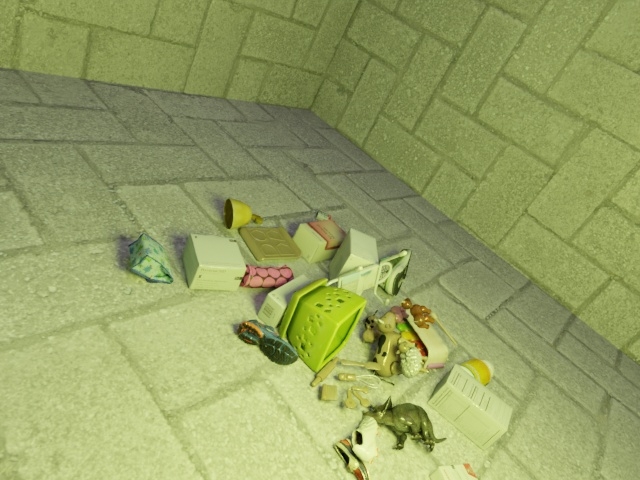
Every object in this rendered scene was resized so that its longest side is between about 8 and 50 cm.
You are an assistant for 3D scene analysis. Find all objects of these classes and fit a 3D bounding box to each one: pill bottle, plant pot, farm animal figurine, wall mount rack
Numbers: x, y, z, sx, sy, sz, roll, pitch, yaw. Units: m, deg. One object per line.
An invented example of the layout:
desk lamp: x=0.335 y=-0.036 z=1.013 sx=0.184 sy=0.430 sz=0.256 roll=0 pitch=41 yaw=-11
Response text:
pill bottle: x=0.608 y=0.538 z=1.758 sx=0.208 sy=0.118 sz=0.118 roll=-2 pitch=41 yaw=-44
plant pot: x=-0.002 y=0.275 z=1.538 sx=0.207 sy=0.228 sz=0.227 roll=33 pitch=29 yaw=20
farm animal figurine: x=0.252 y=0.360 z=1.634 sx=0.172 sy=0.330 sz=0.327 roll=22 pitch=58 yaw=-18
wall mount rack: x=0.179 y=0.152 z=1.680 sx=0.349 sy=0.304 sz=0.130 roll=-17 pitch=43 yaw=-28
plant pot: x=-0.356 y=-0.117 z=1.916 sx=0.095 sy=0.134 sz=0.134 roll=-3 pitch=41 yaw=-30

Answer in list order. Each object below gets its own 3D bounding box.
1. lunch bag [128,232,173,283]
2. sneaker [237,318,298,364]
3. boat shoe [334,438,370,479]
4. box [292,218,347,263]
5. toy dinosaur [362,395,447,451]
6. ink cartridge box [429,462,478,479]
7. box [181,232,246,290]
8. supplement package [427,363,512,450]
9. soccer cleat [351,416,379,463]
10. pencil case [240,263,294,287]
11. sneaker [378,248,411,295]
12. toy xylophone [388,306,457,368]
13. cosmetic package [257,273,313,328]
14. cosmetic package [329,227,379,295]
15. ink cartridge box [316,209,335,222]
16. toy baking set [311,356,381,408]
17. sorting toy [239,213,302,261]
lunch bag: x=-0.567 y=0.071 z=1.493 sx=0.151 sy=0.096 sz=0.129 roll=42 pitch=13 yaw=-46
sneaker: x=-0.164 y=0.327 z=1.457 sx=0.221 sy=0.083 sz=0.087 roll=35 pitch=21 yaw=4
boat shoe: x=0.089 y=0.624 z=1.235 sx=0.043 sy=0.049 sz=0.137 roll=-1 pitch=38 yaw=-37
box: x=0.000 y=0.000 z=2.068 sx=0.148 sy=0.127 sz=0.232 roll=44 pitch=32 yaw=25
toy dinosaur: x=0.297 y=0.582 z=1.414 sx=0.313 sy=0.121 sz=0.160 roll=13 pitch=39 yaw=-21
ink cartridge box: x=0.413 y=0.738 z=1.328 sx=0.135 sy=0.056 sz=0.099 roll=12 pitch=33 yaw=-29
box: x=-0.391 y=0.080 z=1.604 sx=0.180 sy=0.119 sz=0.182 roll=7 pitch=35 yaw=-33
supplement package: x=0.537 y=0.594 z=1.583 sx=0.244 sy=0.139 sz=0.133 roll=39 pitch=32 yaw=16
soccer cleat: x=0.129 y=0.569 z=1.293 sx=0.076 sy=0.068 sz=0.196 roll=36 pitch=10 yaw=-2
pencil case: x=-0.211 y=0.136 z=1.705 sx=0.209 sy=0.095 sz=0.098 roll=6 pitch=71 yaw=-38
sneaker: x=0.338 y=0.123 z=2.177 sx=0.181 sy=0.158 sz=0.410 roll=17 pitch=21 yaw=15
toy xylophone: x=0.440 y=0.398 z=1.869 sx=0.236 sy=0.081 sz=0.323 roll=12 pitch=33 yaw=-28
cosmetic package: x=-0.119 y=0.222 z=1.624 sx=0.085 sy=0.117 sz=0.231 roll=40 pitch=32 yaw=18
cosmetic package: x=0.141 y=0.108 z=1.918 sx=0.138 sy=0.224 sz=0.225 roll=22 pitch=30 yaw=-11
ink cartridge box: x=0.033 y=-0.120 z=2.389 sx=0.115 sy=0.029 sz=0.063 roll=23 pitch=29 yaw=-10
toy baking set: x=0.093 y=0.466 z=1.461 sx=0.196 sy=0.030 sz=0.256 roll=24 pitch=31 yaw=18
sorting toy: x=-0.246 y=-0.014 z=1.972 sx=0.228 sy=0.041 sz=0.307 roll=-5 pitch=43 yaw=-39
